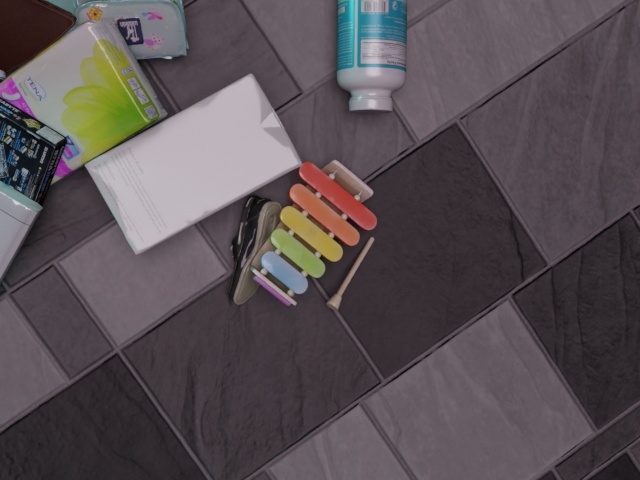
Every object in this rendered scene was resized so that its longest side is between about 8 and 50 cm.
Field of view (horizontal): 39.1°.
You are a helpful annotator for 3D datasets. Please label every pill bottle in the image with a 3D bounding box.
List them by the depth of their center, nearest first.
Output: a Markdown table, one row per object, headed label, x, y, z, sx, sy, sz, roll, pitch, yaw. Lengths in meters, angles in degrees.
| label | x | y | z | sx | sy | sz | roll | pitch | yaw |
| --- | --- | --- | --- | --- | --- | --- | --- | --- | --- |
| pill bottle | 0.106 | -0.400 | 1.874 | 0.146 | 0.146 | 0.264 | 1 | 93 | -7 |

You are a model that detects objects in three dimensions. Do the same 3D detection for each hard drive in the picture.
| label | x | y | z | sx | sy | sz | roll | pitch | yaw |
| --- | --- | --- | --- | --- | --- | --- | --- | --- | --- |
| hard drive | -0.735 | 0.020 | 1.783 | 0.233 | 0.047 | 0.353 | 32 | 107 | -7 |

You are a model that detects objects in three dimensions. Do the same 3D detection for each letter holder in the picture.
| label | x | y | z | sx | sy | sz | roll | pitch | yaw |
| --- | --- | --- | --- | --- | --- | --- | --- | --- | --- |
| letter holder | -0.636 | -0.450 | 1.729 | 0.302 | 0.214 | 0.152 | -22 | 65 | 31 |

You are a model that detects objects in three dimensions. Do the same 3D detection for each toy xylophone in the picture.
| label | x | y | z | sx | sy | sz | roll | pitch | yaw |
| --- | --- | --- | --- | --- | --- | --- | --- | --- | --- |
| toy xylophone | 0.000 | 0.000 | 1.878 | 0.236 | 0.081 | 0.322 | 31 | 73 | -16 |

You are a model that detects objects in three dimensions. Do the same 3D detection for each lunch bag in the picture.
| label | x | y | z | sx | sy | sz | roll | pitch | yaw |
| --- | --- | --- | --- | --- | --- | --- | --- | --- | --- |
| lunch bag | -0.383 | -0.491 | 1.803 | 0.223 | 0.160 | 0.262 | -5 | 99 | -5 |

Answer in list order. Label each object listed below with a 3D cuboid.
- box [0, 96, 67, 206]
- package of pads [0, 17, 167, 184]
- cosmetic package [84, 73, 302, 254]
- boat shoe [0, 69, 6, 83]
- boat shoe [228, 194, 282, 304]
| label | x | y | z | sx | sy | sz | roll | pitch | yaw |
| --- | --- | --- | --- | --- | --- | --- | --- | --- | --- |
| box | -0.615 | -0.152 | 1.776 | 0.175 | 0.051 | 0.220 | 31 | 121 | 1 |
| package of pads | -0.475 | -0.275 | 1.768 | 0.296 | 0.101 | 0.229 | -26 | 100 | 25 |
| cosmetic package | -0.254 | -0.154 | 1.837 | 0.385 | 0.156 | 0.217 | -28 | 96 | -6 |
| boat shoe | -0.707 | -0.283 | 1.799 | 0.183 | 0.065 | 0.083 | -13 | 81 | 13 |
| boat shoe | -0.150 | 0.020 | 1.907 | 0.079 | 0.084 | 0.233 | 21 | 98 | 30 |
